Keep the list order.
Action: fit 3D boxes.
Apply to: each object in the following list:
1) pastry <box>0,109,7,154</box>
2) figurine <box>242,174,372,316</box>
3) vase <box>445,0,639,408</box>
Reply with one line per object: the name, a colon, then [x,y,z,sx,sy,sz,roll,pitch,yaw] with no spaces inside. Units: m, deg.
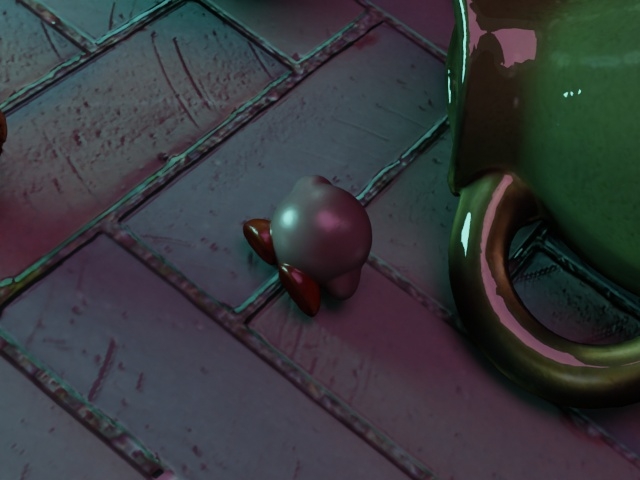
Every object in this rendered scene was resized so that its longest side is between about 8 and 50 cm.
pastry: [-0.273,-0.079,0.720,0.169,0.087,0.063,23,15,-1]
figurine: [0.000,0.000,0.759,0.071,0.067,0.083,-32,83,-14]
vase: [0.201,-0.047,0.792,0.302,0.241,0.329,17,74,10]
